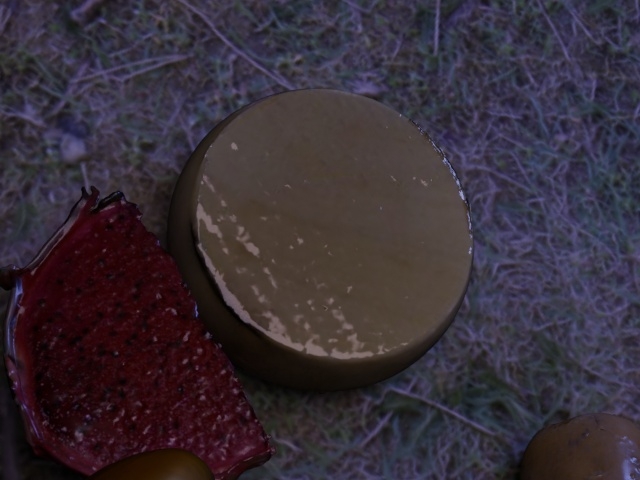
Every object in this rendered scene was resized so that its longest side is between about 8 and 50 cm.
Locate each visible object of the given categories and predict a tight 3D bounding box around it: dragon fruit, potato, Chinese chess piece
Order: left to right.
[{"bbox_3d":[-0.158,0.107,1.362,0.161,0.126,0.274,-26,65,-15],"label":"dragon fruit"},{"bbox_3d":[0.000,0.000,1.457,0.250,0.097,0.251,6,69,-14],"label":"Chinese chess piece"},{"bbox_3d":[0.220,0.216,1.432,0.109,0.118,0.178,34,42,-41],"label":"potato"}]

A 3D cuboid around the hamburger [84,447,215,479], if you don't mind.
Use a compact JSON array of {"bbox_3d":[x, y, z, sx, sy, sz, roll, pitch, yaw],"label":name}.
[{"bbox_3d":[-0.138,0.312,1.134,0.277,0.396,0.396,41,64,-1],"label":"hamburger"}]
